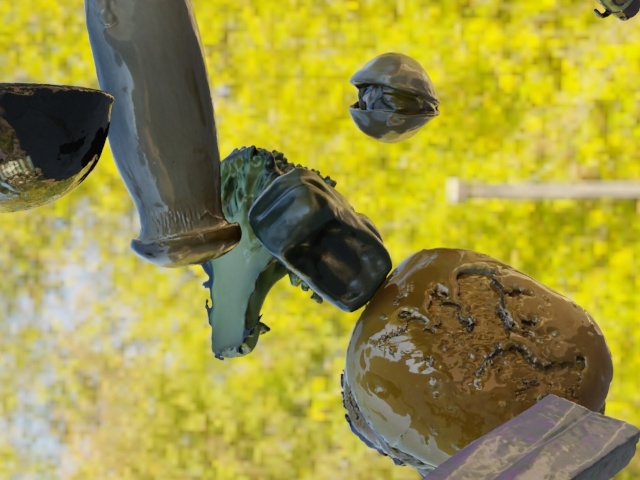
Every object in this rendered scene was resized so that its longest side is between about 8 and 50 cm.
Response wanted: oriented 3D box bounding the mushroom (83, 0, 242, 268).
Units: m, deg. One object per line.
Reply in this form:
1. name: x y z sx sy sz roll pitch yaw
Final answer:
1. mushroom: -0.189 -0.167 1.893 0.154 0.137 0.407 -168 63 -74

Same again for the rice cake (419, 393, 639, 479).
1. rice cake: 0.169 0.225 1.503 0.298 0.106 0.050 -27 -46 -44

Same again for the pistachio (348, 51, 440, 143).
1. pistachio: 0.085 -0.160 1.899 0.149 0.113 0.113 -112 22 -77

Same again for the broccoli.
1. broccoli: -0.051 0.020 2.134 0.180 0.242 0.273 6 -95 -48

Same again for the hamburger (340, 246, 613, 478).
1. hamburger: 0.183 0.162 1.956 0.284 0.304 0.174 -52 -19 -31

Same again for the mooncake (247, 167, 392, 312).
1. mooncake: 0.000 0.000 1.903 0.168 0.104 0.175 53 -168 21

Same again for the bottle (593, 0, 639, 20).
1. bottle: 0.312 -0.266 1.758 0.101 0.063 0.047 29 -147 -55

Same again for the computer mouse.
1. computer mouse: -0.283 -0.072 1.439 0.269 0.170 0.100 -10 79 62
